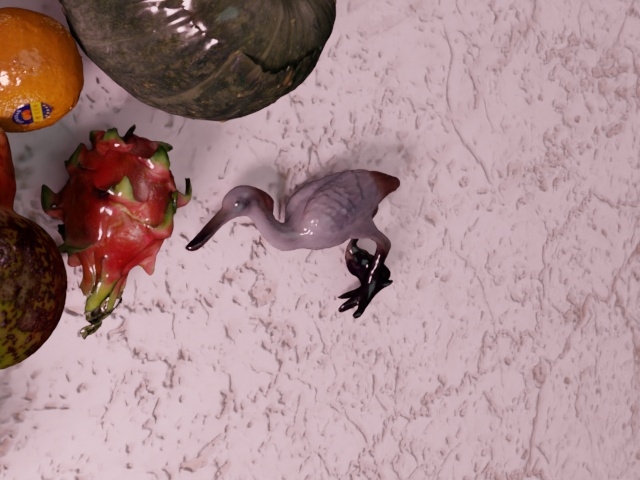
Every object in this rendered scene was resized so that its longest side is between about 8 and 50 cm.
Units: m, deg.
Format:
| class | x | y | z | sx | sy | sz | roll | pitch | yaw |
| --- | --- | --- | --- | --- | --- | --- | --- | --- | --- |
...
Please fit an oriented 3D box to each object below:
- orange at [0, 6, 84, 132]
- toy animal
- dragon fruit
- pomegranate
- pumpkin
| class | x | y | z | sx | sy | sz | roll | pitch | yaw |
| --- | --- | --- | --- | --- | --- | --- | --- | --- | --- |
| orange | -0.307 | -0.174 | 1.101 | 0.136 | 0.135 | 0.117 | -15 | 75 | -35 |
| toy animal | -0.001 | -0.025 | 1.391 | 0.324 | 0.090 | 0.195 | 25 | 84 | -41 |
| dragon fruit | -0.231 | -0.011 | 1.189 | 0.137 | 0.135 | 0.235 | 28 | 85 | -42 |
| pomegranate | -0.343 | 0.006 | 1.062 | 0.214 | 0.214 | 0.247 | 20 | 82 | -39 |
| pumpkin | -0.124 | -0.288 | 1.137 | 0.291 | 0.257 | 0.327 | -59 | 137 | -29 |
